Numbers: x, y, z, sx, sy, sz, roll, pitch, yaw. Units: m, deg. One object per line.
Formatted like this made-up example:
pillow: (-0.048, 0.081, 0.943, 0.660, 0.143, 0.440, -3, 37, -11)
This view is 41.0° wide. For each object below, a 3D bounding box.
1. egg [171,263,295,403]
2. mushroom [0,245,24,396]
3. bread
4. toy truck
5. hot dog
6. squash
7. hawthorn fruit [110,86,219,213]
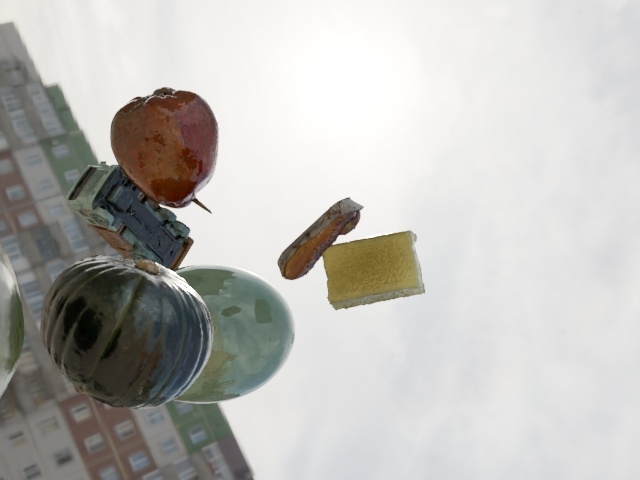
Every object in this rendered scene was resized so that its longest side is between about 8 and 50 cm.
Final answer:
egg: (-0.220, 0.183, 1.694, 0.276, 0.389, 0.276, -2, -92, 42)
mushroom: (-0.434, 0.056, 0.765, 0.352, 0.260, 0.352, 47, 9, -9)
bread: (0.101, 0.058, 1.658, 0.068, 0.188, 0.125, 50, 30, -66)
toy truck: (-0.435, -0.043, 1.923, 0.162, 0.136, 0.305, 9, -30, 36)
hot dog: (0.000, 0.000, 1.512, 0.191, 0.108, 0.059, -46, -102, 15)
squash: (-0.233, 0.108, 1.038, 0.218, 0.218, 0.172, 22, -73, 53)
hawthorn fruit: (-0.286, -0.160, 1.657, 0.210, 0.210, 0.262, 16, -51, 56)
